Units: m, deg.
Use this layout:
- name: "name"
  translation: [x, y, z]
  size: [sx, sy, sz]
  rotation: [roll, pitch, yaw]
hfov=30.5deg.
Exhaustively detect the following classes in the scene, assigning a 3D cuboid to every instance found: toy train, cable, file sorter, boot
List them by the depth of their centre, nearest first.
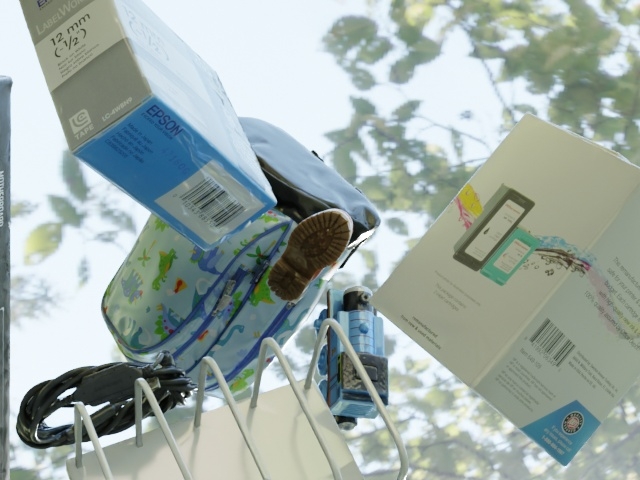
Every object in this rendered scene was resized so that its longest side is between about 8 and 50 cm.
- name: "file sorter"
  translation: [-0.084, 0.217, 1.125]
  size: [0.193, 0.277, 0.173]
  rotation: [61, -24, 30]
- name: "cable"
  translation: [-0.220, 0.164, 1.195]
  size: [0.184, 0.150, 0.047]
  rotation: [-22, -111, 4]
- name: "boot"
  translation: [0.000, 0.000, 1.352]
  size: [0.059, 0.084, 0.158]
  rotation: [44, -42, 1]
- name: "toy train"
  translation: [0.040, 0.140, 1.453]
  size: [0.105, 0.080, 0.184]
  rotation: [127, -31, -55]

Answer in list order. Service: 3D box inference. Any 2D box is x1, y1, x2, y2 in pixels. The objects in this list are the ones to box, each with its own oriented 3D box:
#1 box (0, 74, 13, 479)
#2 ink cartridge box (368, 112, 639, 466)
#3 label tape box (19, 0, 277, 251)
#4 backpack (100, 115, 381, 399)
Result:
- name: "box"
  translation: [-0.157, 0.046, 0.311]
  size: [0.077, 0.147, 0.180]
  rotation: [10, -73, 21]
- name: "ink cartridge box"
  translation: [0.237, 0.048, 1.232]
  size: [0.270, 0.198, 0.197]
  rotation: [-50, -142, -1]
- name: "label tape box"
  translation: [-0.204, -0.187, 1.319]
  size: [0.115, 0.249, 0.348]
  rotation: [-33, -126, 13]
- name: "backpack"
  translation: [-0.130, 0.041, 1.593]
  size: [0.290, 0.273, 0.356]
  rotation: [46, -60, 41]
